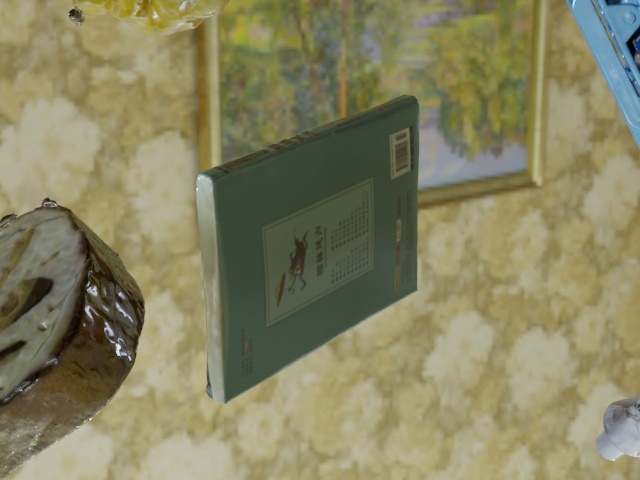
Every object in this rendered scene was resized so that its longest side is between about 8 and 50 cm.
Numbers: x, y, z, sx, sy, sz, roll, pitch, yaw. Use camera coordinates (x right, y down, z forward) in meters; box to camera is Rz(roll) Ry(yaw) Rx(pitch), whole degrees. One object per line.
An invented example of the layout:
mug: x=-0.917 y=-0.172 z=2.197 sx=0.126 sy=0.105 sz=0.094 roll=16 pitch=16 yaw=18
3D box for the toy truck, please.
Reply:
toy truck: x=0.171 y=-0.078 z=0.600 sx=0.074 sy=0.136 sz=0.063 roll=-27 pitch=-165 yaw=13

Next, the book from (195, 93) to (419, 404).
book: x=0.000 y=0.000 z=1.482 sx=0.031 sy=0.264 sz=0.379 roll=14 pitch=-155 yaw=36

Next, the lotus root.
lotus root: x=-0.352 y=0.124 z=1.267 sx=0.390 sy=0.111 sz=0.375 roll=-5 pitch=-139 yaw=35

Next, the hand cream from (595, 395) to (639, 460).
hand cream: x=0.291 y=0.122 z=0.988 sx=0.084 sy=0.050 sz=0.257 roll=-22 pitch=170 yaw=-30

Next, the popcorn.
popcorn: x=-0.206 y=-0.316 z=1.349 sx=0.253 sy=0.191 sz=0.190 roll=11 pitch=-178 yaw=18
